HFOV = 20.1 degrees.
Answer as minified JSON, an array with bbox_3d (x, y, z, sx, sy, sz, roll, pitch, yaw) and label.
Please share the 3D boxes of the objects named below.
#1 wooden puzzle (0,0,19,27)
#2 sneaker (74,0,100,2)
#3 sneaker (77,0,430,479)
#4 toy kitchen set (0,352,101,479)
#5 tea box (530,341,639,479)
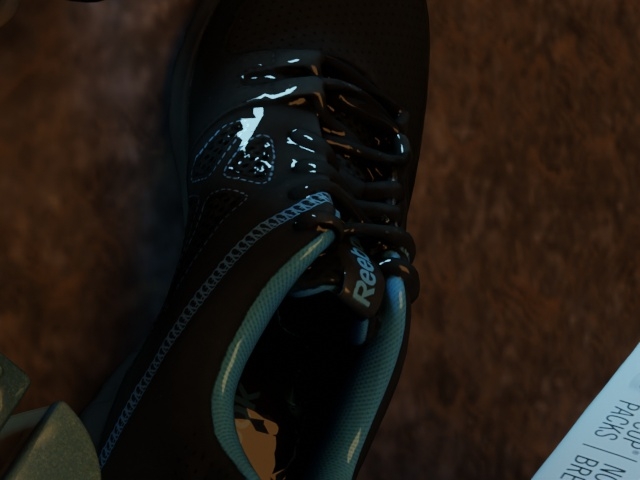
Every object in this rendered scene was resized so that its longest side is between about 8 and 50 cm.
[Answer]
[{"bbox_3d":[-0.225,-0.201,0.692,0.239,0.044,0.221,6,76,-34],"label":"wooden puzzle"},{"bbox_3d":[-0.145,-0.208,0.672,0.109,0.130,0.286,-24,74,-27],"label":"sneaker"},{"bbox_3d":[0.000,0.000,0.743,0.125,0.140,0.340,25,64,-26],"label":"sneaker"},{"bbox_3d":[-0.178,0.080,0.608,0.207,0.122,0.166,42,58,-19],"label":"toy kitchen set"},{"bbox_3d":[0.178,0.243,0.602,0.329,0.324,0.220,-40,142,-47],"label":"tea box"}]
